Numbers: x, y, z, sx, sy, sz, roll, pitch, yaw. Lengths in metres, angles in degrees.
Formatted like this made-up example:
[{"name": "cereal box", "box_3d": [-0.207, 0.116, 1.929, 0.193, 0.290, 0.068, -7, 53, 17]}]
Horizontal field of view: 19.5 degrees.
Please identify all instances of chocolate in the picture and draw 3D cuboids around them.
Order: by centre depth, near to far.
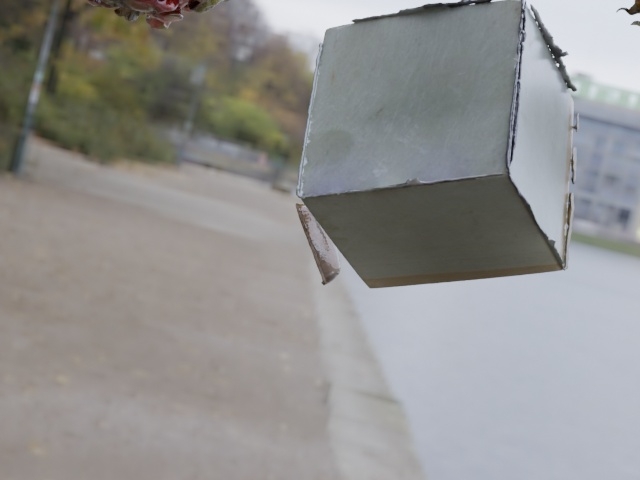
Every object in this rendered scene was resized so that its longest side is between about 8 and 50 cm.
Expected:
[{"name": "chocolate", "box_3d": [0.000, 0.000, 2.157, 0.031, 0.101, 0.064, -20, 0, -8]}]

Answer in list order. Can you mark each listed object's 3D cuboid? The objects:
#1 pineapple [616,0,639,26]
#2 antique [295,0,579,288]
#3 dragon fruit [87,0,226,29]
[{"name": "pineapple", "box_3d": [0.406, -0.323, 2.005, 0.286, 0.344, 0.209, -7, -23, 25]}, {"name": "antique", "box_3d": [0.086, -0.058, 1.227, 0.152, 0.147, 0.148, -5, -35, 23]}, {"name": "dragon fruit", "box_3d": [-0.181, -0.388, 2.152, 0.314, 0.296, 0.263, 40, -18, 43]}]
